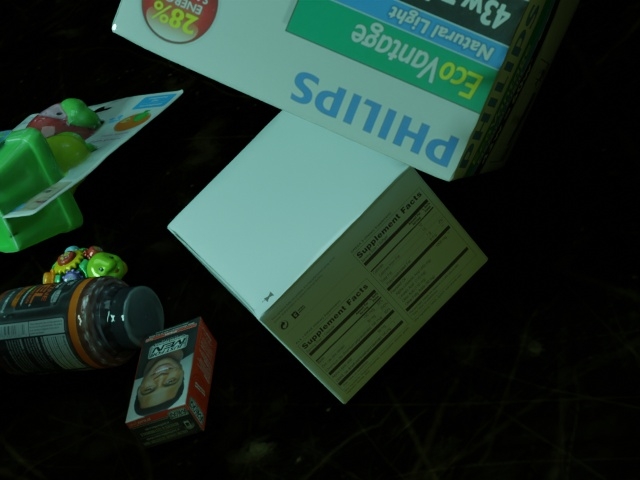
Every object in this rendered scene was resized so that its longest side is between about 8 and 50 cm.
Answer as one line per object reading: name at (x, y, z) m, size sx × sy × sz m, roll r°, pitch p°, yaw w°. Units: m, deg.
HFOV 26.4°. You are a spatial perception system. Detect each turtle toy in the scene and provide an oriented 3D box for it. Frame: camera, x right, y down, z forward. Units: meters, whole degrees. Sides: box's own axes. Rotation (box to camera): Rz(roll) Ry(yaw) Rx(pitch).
turtle toy at (-0.285, 0.043, 1.666) m, size 0.130 × 0.066 × 0.095 m, roll 0°, pitch 41°, yaw 39°

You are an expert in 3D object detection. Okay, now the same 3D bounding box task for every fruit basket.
fruit basket at (-0.410, -0.122, 1.924) m, size 0.327 × 0.165 × 0.353 m, roll -4°, pitch 36°, yaw 36°

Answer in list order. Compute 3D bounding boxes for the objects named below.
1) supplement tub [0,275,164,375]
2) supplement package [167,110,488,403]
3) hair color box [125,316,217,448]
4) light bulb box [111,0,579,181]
supplement tub at (-0.274, 0.095, 1.543) m, size 0.198 × 0.106 × 0.106 m, roll -8°, pitch 36°, yaw 30°
supplement package at (0.000, 0.000, 1.384) m, size 0.204 × 0.145 × 0.262 m, roll -45°, pitch 33°, yaw -3°
hair color box at (-0.154, 0.147, 1.428) m, size 0.072 × 0.043 × 0.141 m, roll -19°, pitch 33°, yaw 14°
light bulb box at (0.046, -0.231, 1.359) m, size 0.358 × 0.225 × 0.361 m, roll 25°, pitch 10°, yaw 11°
